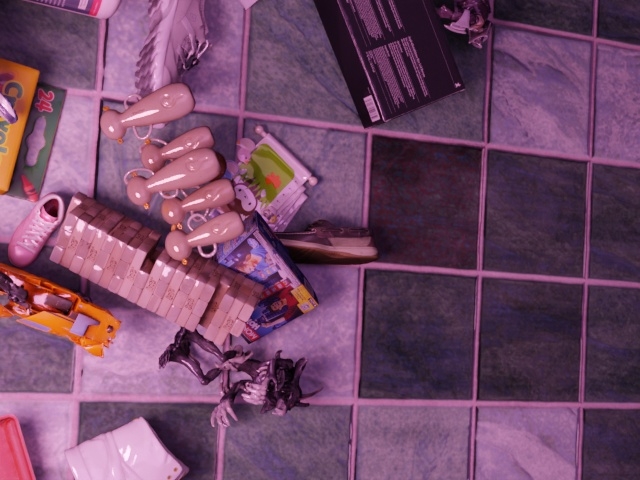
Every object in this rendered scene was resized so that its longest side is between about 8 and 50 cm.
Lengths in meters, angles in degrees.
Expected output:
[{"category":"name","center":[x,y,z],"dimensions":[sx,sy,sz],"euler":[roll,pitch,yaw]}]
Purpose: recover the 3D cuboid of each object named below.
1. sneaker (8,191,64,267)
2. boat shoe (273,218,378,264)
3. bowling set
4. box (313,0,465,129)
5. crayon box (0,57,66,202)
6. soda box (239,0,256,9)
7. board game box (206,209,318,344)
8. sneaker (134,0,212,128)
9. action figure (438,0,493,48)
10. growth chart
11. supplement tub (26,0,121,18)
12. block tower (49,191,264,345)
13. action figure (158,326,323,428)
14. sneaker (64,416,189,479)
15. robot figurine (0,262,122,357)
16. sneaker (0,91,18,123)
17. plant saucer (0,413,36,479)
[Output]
[{"category":"sneaker","center":[-0.450,-0.019,1.517],"dimensions":[0.051,0.070,0.134],"euler":[33,77,-18]},{"category":"boat shoe","center":[0.001,0.000,1.695],"dimensions":[0.223,0.080,0.074],"euler":[6,68,-29]},{"category":"bowling set","center":[-0.229,-0.095,1.560],"dimensions":[0.154,0.200,0.287],"euler":[-22,83,0]},{"category":"box","center":[0.126,-0.360,1.747],"dimensions":[0.184,0.103,0.261],"euler":[-23,96,-19]},{"category":"crayon box","center":[-0.567,-0.196,1.473],"dimensions":[0.318,0.081,0.202],"euler":[15,82,-21]},{"category":"soda box","center":[-0.088,-0.460,1.603],"dimensions":[0.074,0.216,0.069],"euler":[-43,103,-18]},{"category":"board game box","center":[-0.135,0.076,1.615],"dimensions":[0.194,0.060,0.194],"euler":[-29,121,12]},{"category":"sneaker","center":[-0.234,-0.322,1.600],"dimensions":[0.115,0.105,0.281],"euler":[11,87,-28]},{"category":"action figure","center":[0.250,-0.476,1.760],"dimensions":[0.099,0.185,0.285],"euler":[-21,124,13]},{"category":"growth chart","center":[-0.114,-0.069,1.681],"dimensions":[0.172,0.021,0.237],"euler":[35,75,-16]},{"category":"supplement tub","center":[-0.436,-0.464,1.478],"dimensions":[0.272,0.191,0.191],"euler":[10,84,-21]},{"category":"block tower","center":[-0.263,0.048,1.518],"dimensions":[0.335,0.097,0.091],"euler":[28,111,-2]},{"category":"action figure","center":[-0.131,0.237,1.589],"dimensions":[0.275,0.164,0.141],"euler":[28,40,-13]},{"category":"sneaker","center":[-0.275,0.434,1.547],"dimensions":[0.169,0.108,0.293],"euler":[-25,96,-18]},{"category":"robot figurine","center":[-0.456,0.085,1.444],"dimensions":[0.291,0.211,0.085],"euler":[26,81,-26]},{"category":"sneaker","center":[-0.514,-0.216,1.430],"dimensions":[0.135,0.052,0.058],"euler":[42,83,-7]},{"category":"plant saucer","center":[-0.558,0.417,1.451],"dimensions":[0.258,0.047,0.259],"euler":[-17,102,-22]}]
